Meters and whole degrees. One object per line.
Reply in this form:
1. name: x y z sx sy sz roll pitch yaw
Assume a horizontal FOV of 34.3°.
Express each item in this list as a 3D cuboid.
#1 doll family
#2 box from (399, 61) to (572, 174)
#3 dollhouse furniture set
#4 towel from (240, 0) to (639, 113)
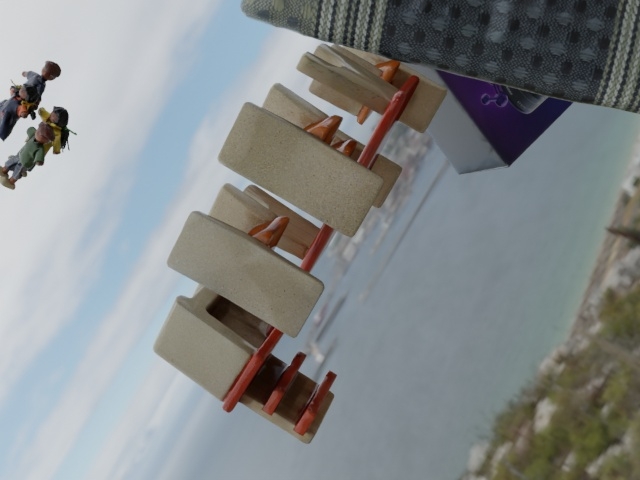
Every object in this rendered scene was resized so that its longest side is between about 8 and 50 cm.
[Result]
1. doll family: -0.359 -0.151 1.283 0.111 0.193 0.076 -44 -32 19
2. box: 0.143 -0.224 1.018 0.184 0.261 0.103 -45 15 -19
3. dollhouse furniture set: 0.000 0.000 0.732 0.259 0.135 0.262 -61 -3 24
4. towel: 0.134 -0.248 0.582 0.056 0.312 0.324 -60 -17 -81
